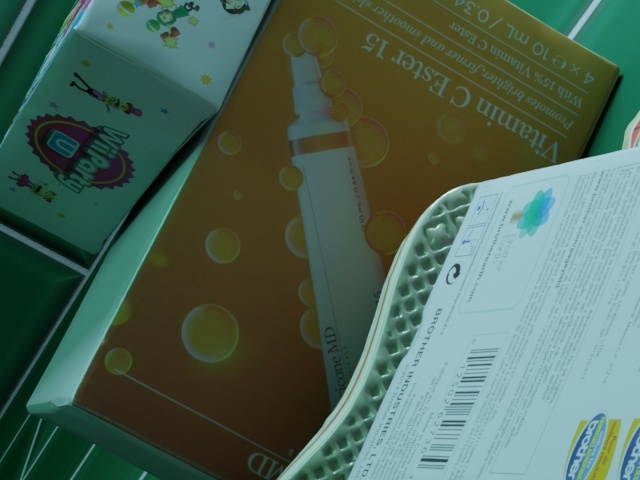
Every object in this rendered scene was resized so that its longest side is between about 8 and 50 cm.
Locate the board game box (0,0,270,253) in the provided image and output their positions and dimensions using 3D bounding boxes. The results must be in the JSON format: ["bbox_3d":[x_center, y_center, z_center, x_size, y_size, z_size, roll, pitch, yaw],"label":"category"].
[{"bbox_3d":[-0.091,-0.170,1.124,0.224,0.098,0.303,-43,22,55],"label":"board game box"}]

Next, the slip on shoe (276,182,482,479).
[{"bbox_3d":[0.040,0.128,0.933,0.101,0.123,0.331,87,-154,-69],"label":"slip on shoe"}]

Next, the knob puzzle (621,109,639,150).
[{"bbox_3d":[0.198,-0.076,0.903,0.213,0.030,0.213,-57,13,20],"label":"knob puzzle"}]

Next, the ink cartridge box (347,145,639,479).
[{"bbox_3d":[0.133,0.046,0.752,0.311,0.065,0.185,-16,47,64],"label":"ink cartridge box"}]

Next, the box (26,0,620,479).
[{"bbox_3d":[0.000,0.000,1.099,0.345,0.215,0.168,-64,12,-14],"label":"box"}]
